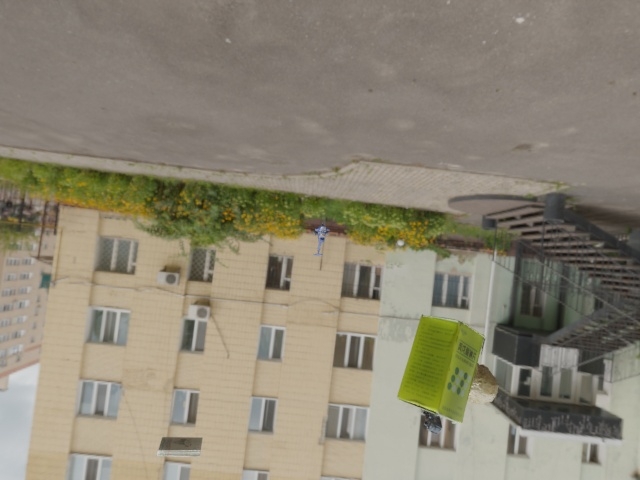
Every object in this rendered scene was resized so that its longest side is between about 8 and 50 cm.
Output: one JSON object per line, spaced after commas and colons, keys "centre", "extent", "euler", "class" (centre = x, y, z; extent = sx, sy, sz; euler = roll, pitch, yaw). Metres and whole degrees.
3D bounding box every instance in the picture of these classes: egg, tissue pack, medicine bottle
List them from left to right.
{"centre": [-0.370, 0.545, 1.064], "extent": [0.108, 0.023, 0.056], "euler": [7, -170, -13], "class": "tissue pack"}
{"centre": [0.325, 0.339, 1.077], "extent": [0.137, 0.249, 0.141], "euler": [33, 159, -32], "class": "medicine bottle"}
{"centre": [0.511, 0.466, 1.297], "extent": [0.117, 0.140, 0.118], "euler": [-4, -141, 15], "class": "egg"}

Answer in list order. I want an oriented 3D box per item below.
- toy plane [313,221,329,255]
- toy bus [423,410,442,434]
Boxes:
{"centre": [0.000, 0.000, 1.442], "extent": [0.054, 0.062, 0.167], "euler": [1, 145, -8], "class": "toy plane"}
{"centre": [0.481, 0.761, 1.725], "extent": [0.065, 0.047, 0.166], "euler": [29, -167, 3], "class": "toy bus"}
